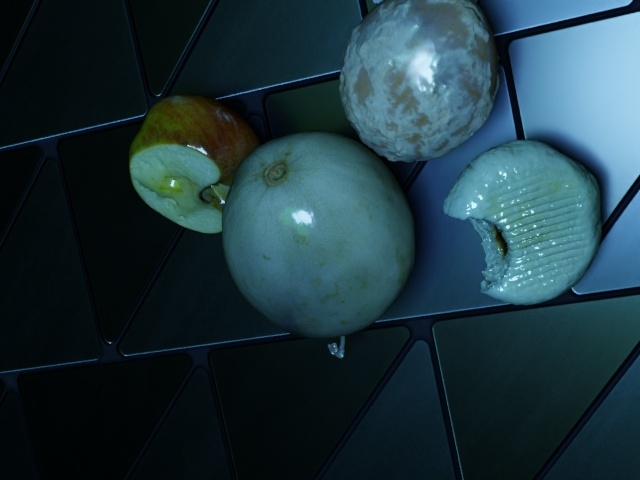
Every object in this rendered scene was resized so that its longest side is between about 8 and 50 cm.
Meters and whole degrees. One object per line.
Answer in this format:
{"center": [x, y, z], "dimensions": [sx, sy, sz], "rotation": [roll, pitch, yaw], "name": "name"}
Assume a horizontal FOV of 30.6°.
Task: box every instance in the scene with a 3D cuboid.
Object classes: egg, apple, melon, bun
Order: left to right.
{"center": [-0.162, -0.110, 1.612], "dimensions": [0.173, 0.160, 0.195], "rotation": [24, 146, 28], "name": "apple"}
{"center": [-0.002, -0.007, 1.507], "dimensions": [0.271, 0.308, 0.272], "rotation": [1, 75, -4], "name": "melon"}
{"center": [0.124, -0.210, 1.455], "dimensions": [0.203, 0.203, 0.245], "rotation": [35, 140, 12], "name": "egg"}
{"center": [0.251, -0.029, 1.486], "dimensions": [0.203, 0.126, 0.212], "rotation": [3, 109, -5], "name": "bun"}

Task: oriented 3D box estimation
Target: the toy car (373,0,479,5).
{"center": [0.143, -0.340, 1.499], "dimensions": [0.170, 0.070, 0.080], "rotation": [5, 101, 21], "name": "toy car"}
